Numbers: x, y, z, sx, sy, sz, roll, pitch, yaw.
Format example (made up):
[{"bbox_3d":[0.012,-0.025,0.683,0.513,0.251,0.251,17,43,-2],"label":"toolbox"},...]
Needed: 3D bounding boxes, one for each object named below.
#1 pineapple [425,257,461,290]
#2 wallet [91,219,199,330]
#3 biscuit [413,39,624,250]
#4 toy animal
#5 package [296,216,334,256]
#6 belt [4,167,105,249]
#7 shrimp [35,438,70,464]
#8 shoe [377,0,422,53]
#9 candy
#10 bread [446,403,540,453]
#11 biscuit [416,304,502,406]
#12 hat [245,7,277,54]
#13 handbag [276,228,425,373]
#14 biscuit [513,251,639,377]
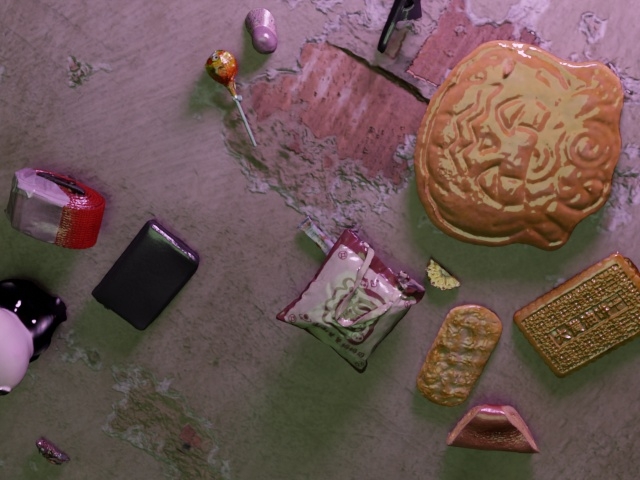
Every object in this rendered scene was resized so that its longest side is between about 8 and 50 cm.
[{"bbox_3d":[0.237,0.074,1.826,0.083,0.019,0.045,37,109,-1],"label":"pineapple"},{"bbox_3d":[-0.372,0.081,1.965,0.149,0.044,0.250,38,114,-7],"label":"wallet"},{"bbox_3d":[0.356,-0.161,1.681,0.364,0.062,0.385,13,113,8],"label":"biscuit"},{"bbox_3d":[-0.699,0.211,1.977,0.212,0.267,0.213,7,116,15],"label":"toy animal"},{"bbox_3d":[0.000,0.000,1.856,0.037,0.015,0.110,-41,98,18],"label":"package"},{"bbox_3d":[-0.545,-0.075,1.898,0.200,0.128,0.124,21,113,1],"label":"belt"},{"bbox_3d":[-0.646,0.511,2.205,0.092,0.029,0.038,38,114,-7],"label":"shrimp"},{"bbox_3d":[0.152,-0.402,1.641,0.053,0.062,0.159,22,114,-10],"label":"shoe"},{"bbox_3d":[-0.164,-0.271,1.778,0.060,0.060,0.201,-15,113,19],"label":"candy"},{"bbox_3d":[0.355,0.381,1.888,0.192,0.067,0.119,5,119,13],"label":"bread"},{"bbox_3d":[0.279,0.236,1.871,0.118,0.029,0.247,23,114,4],"label":"biscuit"},{"bbox_3d":[-0.113,-0.387,1.718,0.058,0.042,0.087,-14,106,18],"label":"hat"},{"bbox_3d":[0.064,0.125,1.832,0.213,0.127,0.235,37,102,-4],"label":"handbag"},{"bbox_3d":[0.520,0.149,1.780,0.254,0.029,0.172,-36,98,23],"label":"biscuit"}]
